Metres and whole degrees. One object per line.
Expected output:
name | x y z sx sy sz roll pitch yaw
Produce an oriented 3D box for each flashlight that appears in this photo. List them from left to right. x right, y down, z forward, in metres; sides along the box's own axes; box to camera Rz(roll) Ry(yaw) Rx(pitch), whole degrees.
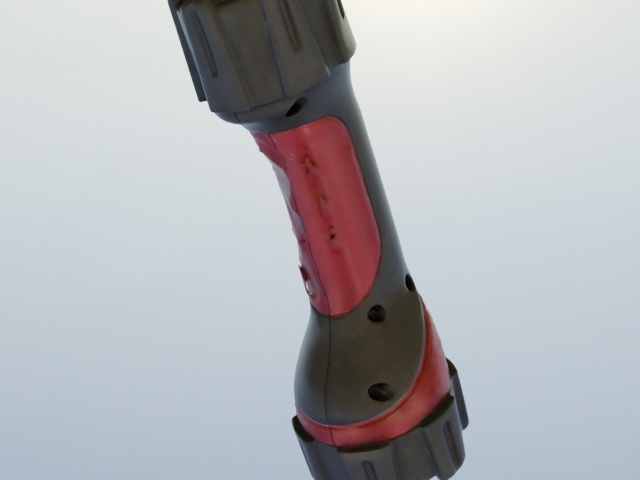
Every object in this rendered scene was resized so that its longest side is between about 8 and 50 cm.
flashlight | 0.000 0.000 0.632 0.103 0.304 0.103 -23 -152 -6
